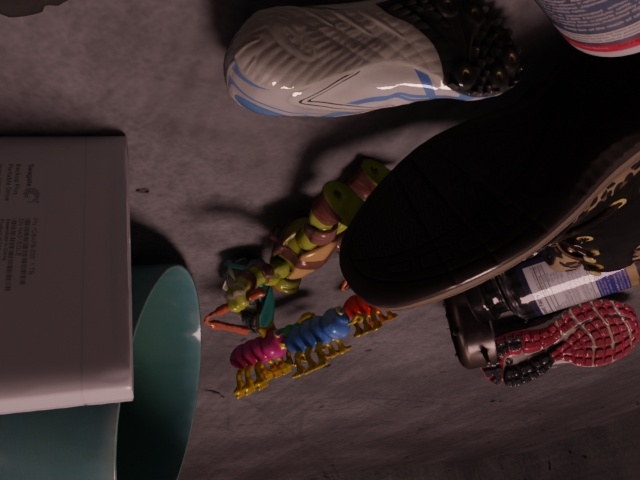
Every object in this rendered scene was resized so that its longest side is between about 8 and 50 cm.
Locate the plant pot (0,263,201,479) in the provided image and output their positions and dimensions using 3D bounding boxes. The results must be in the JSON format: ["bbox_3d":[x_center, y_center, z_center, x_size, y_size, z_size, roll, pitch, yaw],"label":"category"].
[{"bbox_3d":[-0.288,0.161,0.709,0.235,0.292,0.293,5,152,4],"label":"plant pot"}]

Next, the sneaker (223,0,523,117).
[{"bbox_3d":[0.043,-0.138,0.481,0.238,0.085,0.086,-5,178,-17],"label":"sneaker"}]

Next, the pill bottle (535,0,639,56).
[{"bbox_3d":[0.157,-0.196,0.368,0.108,0.107,0.180,-31,146,33],"label":"pill bottle"}]

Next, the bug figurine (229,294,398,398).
[{"bbox_3d":[-0.005,0.118,0.822,0.216,0.072,0.279,-27,174,22],"label":"bug figurine"}]

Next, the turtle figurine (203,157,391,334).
[{"bbox_3d":[0.000,0.000,0.700,0.270,0.087,0.217,-16,158,-42],"label":"turtle figurine"}]

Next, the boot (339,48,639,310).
[{"bbox_3d":[0.224,-0.031,0.617,0.377,0.138,0.284,-39,149,7],"label":"boot"}]

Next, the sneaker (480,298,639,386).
[{"bbox_3d":[0.439,0.180,1.173,0.300,0.120,0.112,-15,-179,7],"label":"sneaker"}]

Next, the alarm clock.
[{"bbox_3d":[0.233,0.136,0.993,0.064,0.129,0.192,-14,172,9],"label":"alarm clock"}]

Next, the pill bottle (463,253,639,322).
[{"bbox_3d":[0.298,0.031,0.817,0.219,0.122,0.123,-22,150,21],"label":"pill bottle"}]

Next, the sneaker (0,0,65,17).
[{"bbox_3d":[-0.090,-0.185,0.313,0.268,0.101,0.106,-11,149,0],"label":"sneaker"}]

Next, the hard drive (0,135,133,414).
[{"bbox_3d":[-0.327,0.022,0.470,0.353,0.232,0.047,-3,150,-15],"label":"hard drive"}]

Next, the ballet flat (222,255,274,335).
[{"bbox_3d":[-0.097,0.071,0.836,0.070,0.070,0.188,-7,150,-7],"label":"ballet flat"}]
